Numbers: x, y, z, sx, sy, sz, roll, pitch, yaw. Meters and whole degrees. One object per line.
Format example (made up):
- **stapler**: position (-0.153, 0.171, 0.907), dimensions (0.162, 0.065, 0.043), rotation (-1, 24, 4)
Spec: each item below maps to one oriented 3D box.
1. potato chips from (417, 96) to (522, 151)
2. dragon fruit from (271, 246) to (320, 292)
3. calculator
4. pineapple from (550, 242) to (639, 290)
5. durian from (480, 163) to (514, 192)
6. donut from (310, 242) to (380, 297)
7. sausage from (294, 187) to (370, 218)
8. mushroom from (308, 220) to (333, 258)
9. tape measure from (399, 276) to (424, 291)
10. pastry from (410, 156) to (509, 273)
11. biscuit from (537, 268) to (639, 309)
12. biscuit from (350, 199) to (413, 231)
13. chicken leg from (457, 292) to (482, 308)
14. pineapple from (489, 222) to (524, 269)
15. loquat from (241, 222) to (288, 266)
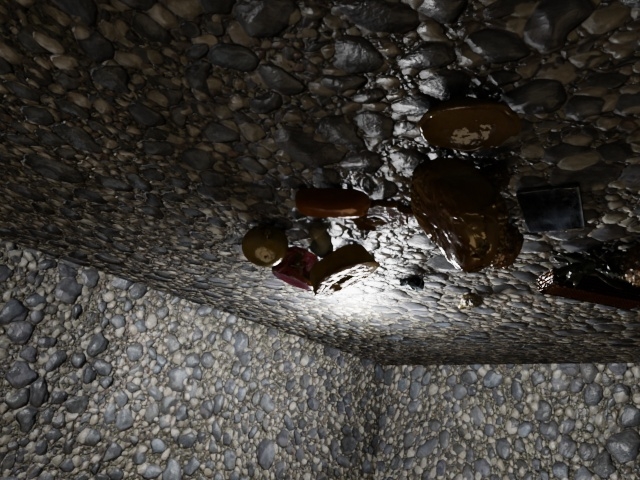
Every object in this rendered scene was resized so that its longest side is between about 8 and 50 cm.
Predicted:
- **potato chips**: position (0.320, -0.259, 1.012), dimensions (0.208, 0.061, 0.195), rotation (-4, 159, 26)
- **dragon fruit**: position (-0.096, 0.102, 1.919), dimensions (0.211, 0.147, 0.282), rotation (5, 155, 47)
- **calculator**: position (0.659, -0.086, 1.337), dimensions (0.161, 0.021, 0.262), rotation (-4, 153, 30)
- **pineapple**: position (0.932, 0.082, 1.493), dimensions (0.365, 0.165, 0.165), rotation (0, 157, 42)
- **durian**: position (0.443, -0.155, 1.186), dimensions (0.091, 0.080, 0.080), rotation (-4, 154, 41)
- **donut**: position (0.080, 0.112, 1.785), dimensions (0.278, 0.108, 0.277), rotation (-24, 159, -10)
- **sausage**: position (0.035, -0.112, 1.425), dimensions (0.238, 0.098, 0.098), rotation (2, 156, 17)
- **mushroom**: position (0.003, 0.003, 1.718), dimensions (0.092, 0.081, 0.223), rotation (50, 170, 19)
- **tape measure**: position (0.402, 0.188, 2.029), dimensions (0.094, 0.054, 0.091), rotation (17, 162, -11)
- **pastry**: position (0.351, -0.071, 1.161), dimensions (0.162, 0.310, 0.255), rotation (-22, 139, -11)
- **biscuit**: position (1.020, 0.185, 1.764), dimensions (0.389, 0.073, 0.107), rotation (10, 156, -4)
- **biscuit**: position (0.197, -0.084, 1.502), dimensions (0.215, 0.034, 0.182), rotation (-5, 154, 26)
- **chicken leg**: position (0.672, 0.283, 2.147), dimensions (0.085, 0.069, 0.198), rotation (-13, 165, -7)
- **pineapple**: position (0.464, -0.018, 1.440), dimensions (0.279, 0.157, 0.158), rotation (21, 156, -2)
- **loquat**: position (-0.204, 0.013, 1.737), dimensions (0.172, 0.149, 0.204), rotation (15, 146, -1)
